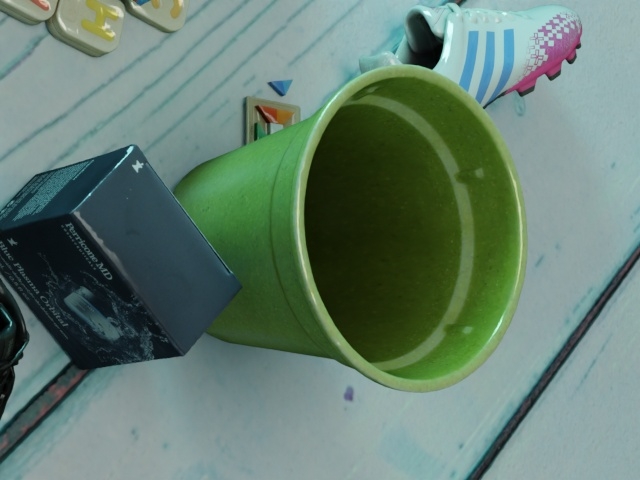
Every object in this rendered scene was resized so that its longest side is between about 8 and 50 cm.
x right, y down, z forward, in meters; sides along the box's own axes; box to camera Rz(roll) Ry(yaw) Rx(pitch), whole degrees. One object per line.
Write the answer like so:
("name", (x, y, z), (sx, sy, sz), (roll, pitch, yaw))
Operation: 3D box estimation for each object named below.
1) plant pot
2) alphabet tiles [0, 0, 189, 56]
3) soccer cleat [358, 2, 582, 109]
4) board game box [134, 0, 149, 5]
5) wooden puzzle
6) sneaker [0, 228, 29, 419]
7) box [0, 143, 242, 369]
("plant pot", (0.000, 0.000, 1.406), (0.276, 0.254, 0.276), (6, 81, -41))
("alphabet tiles", (-0.217, -0.317, 1.433), (0.278, 0.021, 0.284), (26, 65, -36))
("soccer cleat", (0.169, -0.211, 1.696), (0.331, 0.116, 0.143), (-38, 108, -39))
("board game box", (-0.189, -0.426, 1.407), (0.302, 0.086, 0.308), (39, 58, -27))
("wooden puzzle", (-0.045, -0.105, 1.553), (0.079, 0.014, 0.116), (0, 82, -42))
("sneaker", (-0.282, 0.101, 1.193), (0.109, 0.130, 0.286), (-37, 125, -55))
("box", (-0.178, 0.018, 1.312), (0.156, 0.158, 0.093), (54, 52, -20))
